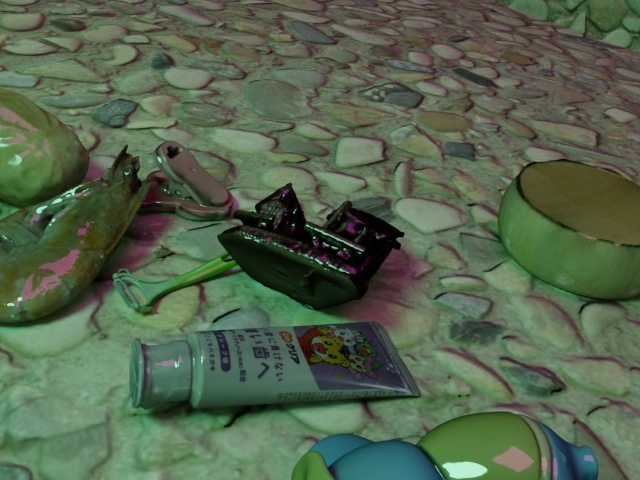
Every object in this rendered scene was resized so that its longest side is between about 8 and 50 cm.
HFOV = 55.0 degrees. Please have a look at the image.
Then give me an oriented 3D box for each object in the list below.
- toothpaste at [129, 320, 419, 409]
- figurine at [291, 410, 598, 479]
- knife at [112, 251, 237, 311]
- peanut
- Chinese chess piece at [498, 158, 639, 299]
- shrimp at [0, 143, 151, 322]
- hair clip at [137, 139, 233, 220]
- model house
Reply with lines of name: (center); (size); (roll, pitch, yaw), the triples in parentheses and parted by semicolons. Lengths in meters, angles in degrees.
toothpaste: (-0.041, 0.128, 0.640); (0.299, 0.073, 0.114); (1, 34, -25)
figurine: (0.085, 0.219, 0.451); (0.261, 0.154, 0.180); (-4, 59, 4)
knife: (-0.170, 0.042, 0.766); (0.166, 0.023, 0.078); (-19, 50, -34)
peanut: (-0.480, -0.142, 0.859); (0.312, 0.152, 0.152); (15, 34, 12)
Chinese chess piece: (0.399, -0.023, 0.925); (0.257, 0.104, 0.257); (6, 34, -4)
shrimp: (-0.325, -0.021, 0.767); (0.168, 0.077, 0.317); (15, 43, 7)
hair clip: (-0.207, -0.068, 0.915); (0.138, 0.102, 0.123); (40, 34, -12)
model house: (-0.005, -0.008, 0.771); (0.203, 0.141, 0.164); (25, 57, 16)
